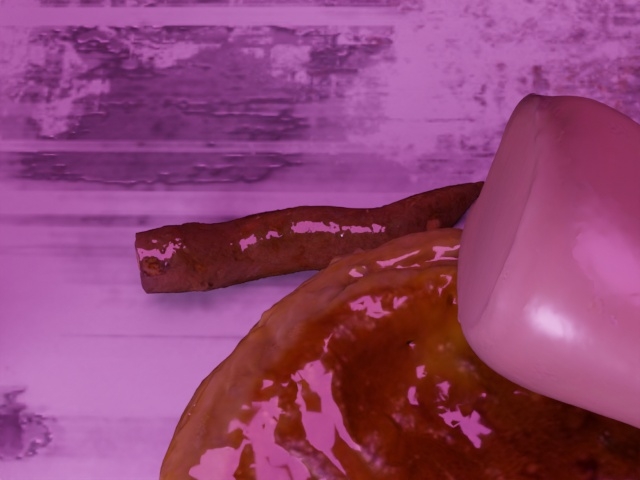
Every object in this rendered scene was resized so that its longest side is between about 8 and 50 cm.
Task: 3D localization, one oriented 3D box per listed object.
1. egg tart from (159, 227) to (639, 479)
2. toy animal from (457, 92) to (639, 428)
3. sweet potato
[{"bbox_3d":[0.113,0.201,0.925,0.443,0.178,0.443,0,61,0],"label":"egg tart"},{"bbox_3d":[0.202,0.039,0.825,0.256,0.195,0.213,21,23,5],"label":"toy animal"},{"bbox_3d":[0.000,0.000,1.101,0.281,0.067,0.059,-7,100,-6],"label":"sweet potato"}]
